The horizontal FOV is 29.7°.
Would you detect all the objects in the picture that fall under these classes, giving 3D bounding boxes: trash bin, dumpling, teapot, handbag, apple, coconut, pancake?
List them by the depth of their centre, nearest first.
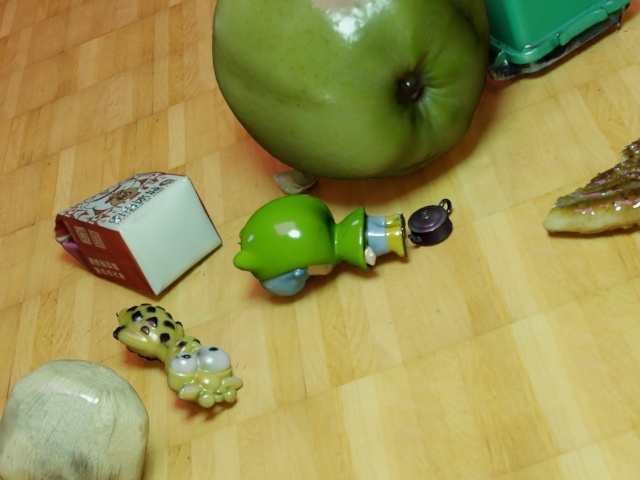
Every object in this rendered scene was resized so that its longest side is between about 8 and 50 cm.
[{"bbox_3d":[-0.338,0.278,1.650,0.224,0.224,0.224,-17,36,13],"label":"coconut"},{"bbox_3d":[0.459,-0.104,1.750,0.266,0.057,0.244,-7,38,27],"label":"pancake"},{"bbox_3d":[0.168,-0.031,1.852,0.068,0.045,0.100,18,55,43],"label":"teapot"},{"bbox_3d":[0.057,-0.316,1.958,0.474,0.473,0.473,-17,36,13],"label":"apple"},{"bbox_3d":[0.327,-0.500,2.065,0.295,0.381,0.259,-32,34,-8],"label":"trash bin"},{"bbox_3d":[-0.039,-0.105,2.088,0.059,0.043,0.077,-33,15,-39],"label":"dumpling"},{"bbox_3d":[-0.326,-0.025,2.088,0.171,0.151,0.298,-40,30,-26],"label":"handbag"}]

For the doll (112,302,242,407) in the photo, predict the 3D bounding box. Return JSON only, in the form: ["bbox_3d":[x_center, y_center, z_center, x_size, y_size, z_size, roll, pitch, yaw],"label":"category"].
[{"bbox_3d":[-0.221,0.168,1.809,0.117,0.086,0.291,-10,26,-32],"label":"doll"}]

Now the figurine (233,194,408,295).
[{"bbox_3d":[0.000,0.000,1.851,0.263,0.143,0.162,-6,35,8],"label":"figurine"}]

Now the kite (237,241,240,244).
[{"bbox_3d":[-0.109,0.010,2.014,0.044,0.002,0.078,-30,35,-6],"label":"kite"}]
